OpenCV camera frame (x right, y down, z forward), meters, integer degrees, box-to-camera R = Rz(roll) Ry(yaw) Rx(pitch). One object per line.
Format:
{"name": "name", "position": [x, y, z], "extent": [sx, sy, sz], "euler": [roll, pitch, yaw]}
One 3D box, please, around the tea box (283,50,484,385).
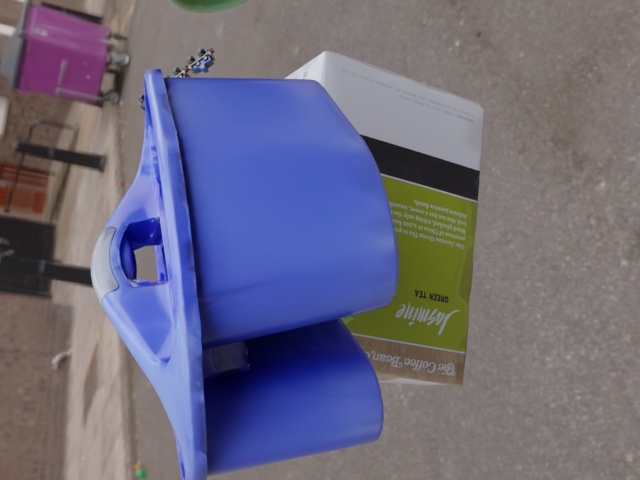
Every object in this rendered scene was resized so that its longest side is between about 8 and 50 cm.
{"name": "tea box", "position": [0.000, 0.000, 0.945], "extent": [0.329, 0.219, 0.324], "euler": [-13, 67, 61]}

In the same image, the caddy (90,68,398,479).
{"name": "caddy", "position": [-0.074, 0.014, 0.572], "extent": [0.341, 0.179, 0.241], "euler": [-117, 26, -58]}

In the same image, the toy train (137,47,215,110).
{"name": "toy train", "position": [-0.242, -0.272, 1.342], "extent": [0.036, 0.158, 0.027], "euler": [53, -179, 20]}

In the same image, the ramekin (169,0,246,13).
{"name": "ramekin", "position": [-0.192, -0.589, 1.484], "extent": [0.148, 0.303, 0.303], "euler": [59, 144, 14]}
